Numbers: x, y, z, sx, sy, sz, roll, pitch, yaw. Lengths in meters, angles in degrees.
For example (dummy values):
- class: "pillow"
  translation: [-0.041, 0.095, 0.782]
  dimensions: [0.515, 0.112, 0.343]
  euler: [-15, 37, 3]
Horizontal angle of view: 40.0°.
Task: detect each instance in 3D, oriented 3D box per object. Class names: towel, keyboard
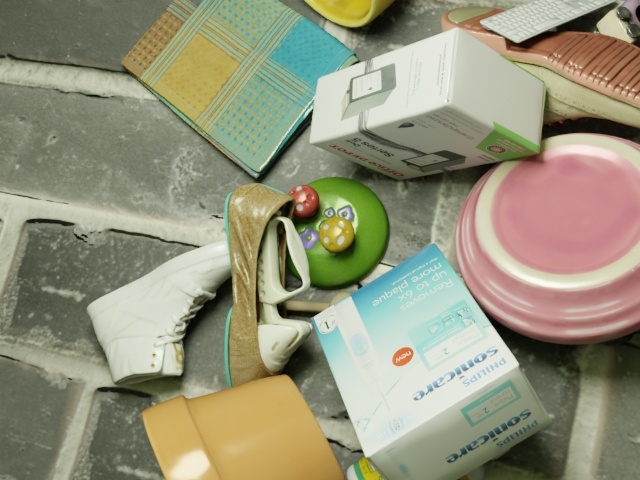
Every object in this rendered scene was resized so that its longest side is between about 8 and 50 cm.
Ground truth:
- class: "towel"
  translation: [-0.145, -0.306, 1.520]
  dimensions: [0.370, 0.040, 0.271]
  euler: [39, 87, 24]
- class: "keyboard"
  translation: [0.346, -0.344, 1.317]
  dimensions: [0.256, 0.014, 0.072]
  euler: [-28, 46, -34]

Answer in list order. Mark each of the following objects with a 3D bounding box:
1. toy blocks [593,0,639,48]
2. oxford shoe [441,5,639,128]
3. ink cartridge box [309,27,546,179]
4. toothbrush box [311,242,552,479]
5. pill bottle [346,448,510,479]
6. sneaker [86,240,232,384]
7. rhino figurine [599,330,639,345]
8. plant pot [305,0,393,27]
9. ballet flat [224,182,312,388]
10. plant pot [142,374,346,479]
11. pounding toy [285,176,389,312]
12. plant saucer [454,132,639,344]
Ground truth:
- class: "toy blocks"
  translation: [0.623, -0.297, 1.229]
  dimensions: [0.260, 0.309, 0.288]
  euler: [-22, 79, -26]
- class: "oxford shoe"
  translation: [0.353, -0.227, 1.297]
  dimensions: [0.397, 0.146, 0.140]
  euler: [30, 44, 32]
- class: "ink cartridge box"
  translation: [0.148, -0.181, 1.253]
  dimensions: [0.273, 0.198, 0.114]
  euler: [-9, 69, 49]
- class: "toothbrush box"
  translation: [0.136, 0.170, 1.176]
  dimensions: [0.216, 0.126, 0.295]
  euler: [-32, 34, 5]
- class: "pill bottle"
  translation: [0.151, 0.308, 1.211]
  dimensions: [0.208, 0.117, 0.117]
  euler: [-34, 68, 4]
- class: "sneaker"
  translation: [-0.220, 0.125, 1.384]
  dimensions: [0.293, 0.108, 0.169]
  euler: [-28, 70, 17]
- class: "rhino figurine"
  translation: [0.395, 0.036, 1.245]
  dimensions: [0.106, 0.073, 0.243]
  euler: [-26, 65, 19]
- class: "plant pot"
  translation: [0.074, -0.516, 1.418]
  dimensions: [0.254, 0.254, 0.239]
  euler: [40, 74, 22]
- class: "ballet flat"
  translation: [-0.073, 0.085, 1.304]
  dimensions: [0.124, 0.116, 0.342]
  euler: [0, 89, 27]
- class: "plant pot"
  translation: [-0.091, 0.317, 1.210]
  dimensions: [0.204, 0.291, 0.290]
  euler: [-27, 68, -11]
- class: "pounding toy"
  translation: [0.000, 0.000, 1.349]
  dimensions: [0.183, 0.110, 0.236]
  euler: [10, 77, 18]
- class: "plant saucer"
  translation: [0.344, -0.023, 1.201]
  dimensions: [0.332, 0.084, 0.332]
  euler: [-11, 55, 16]
